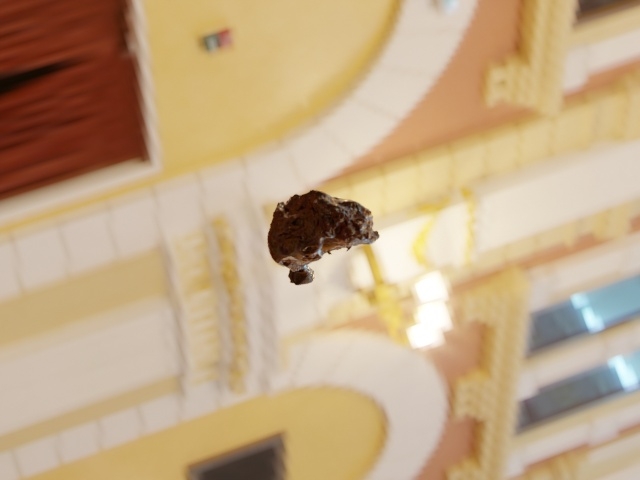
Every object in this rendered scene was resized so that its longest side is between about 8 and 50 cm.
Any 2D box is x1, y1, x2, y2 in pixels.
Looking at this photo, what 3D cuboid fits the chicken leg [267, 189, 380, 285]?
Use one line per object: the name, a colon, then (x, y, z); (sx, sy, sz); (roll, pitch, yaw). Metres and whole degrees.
chicken leg: (-0.004, -0.001, 1.225); (0.145, 0.062, 0.037); (-30, -135, 61)
